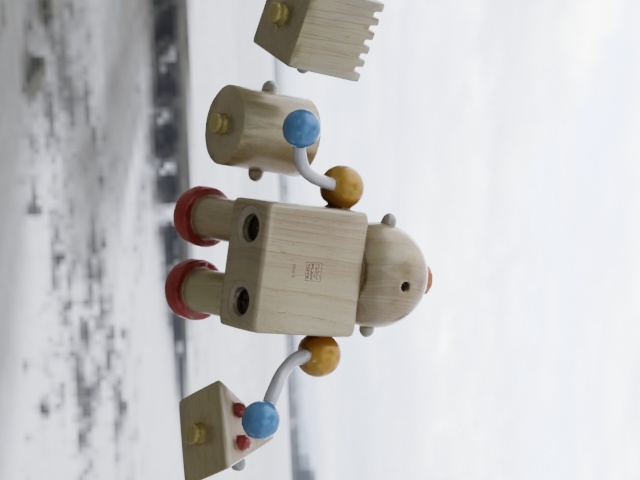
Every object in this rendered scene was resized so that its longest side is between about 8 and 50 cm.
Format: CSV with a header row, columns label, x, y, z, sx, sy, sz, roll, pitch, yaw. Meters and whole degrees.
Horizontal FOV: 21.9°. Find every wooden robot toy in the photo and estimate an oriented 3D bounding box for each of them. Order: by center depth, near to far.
label,x,y,z,sx,sy,sz,roll,pitch,yaw
wooden robot toy,0.000,0.000,0.556,0.076,0.079,0.173,13,-85,57
